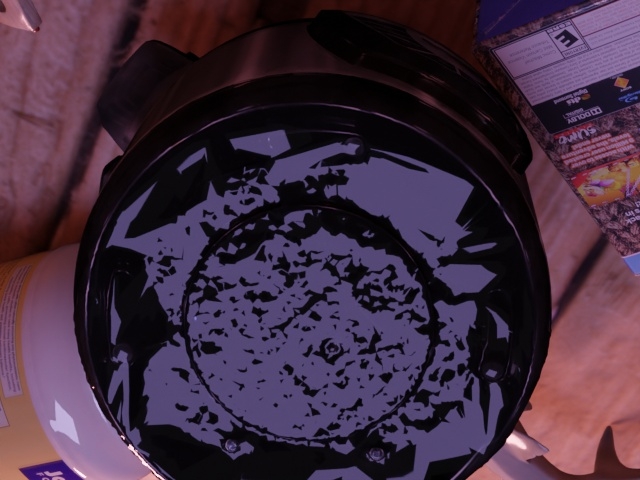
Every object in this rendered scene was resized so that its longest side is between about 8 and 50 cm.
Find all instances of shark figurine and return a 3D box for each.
[{"bbox_3d":[0.215,0.205,1.917,0.278,0.166,0.116,36,161,-21],"label":"shark figurine"}]

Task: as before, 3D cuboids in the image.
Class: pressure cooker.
[{"bbox_3d":[-0.005,0.003,1.593,0.376,0.420,0.369,-8,104,5],"label":"pressure cooker"}]

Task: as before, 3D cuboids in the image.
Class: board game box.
[{"bbox_3d":[0.296,-0.140,1.568,0.232,0.141,0.291,-19,130,28],"label":"board game box"}]

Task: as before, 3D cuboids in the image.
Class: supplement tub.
[{"bbox_3d":[-0.282,0.136,1.896,0.331,0.241,0.241,-14,132,24],"label":"supplement tub"}]

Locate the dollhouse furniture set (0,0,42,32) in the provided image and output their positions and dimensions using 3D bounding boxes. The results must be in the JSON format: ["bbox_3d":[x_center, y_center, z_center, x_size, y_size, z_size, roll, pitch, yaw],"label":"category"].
[{"bbox_3d":[-0.262,-0.265,1.493,0.184,0.129,0.129,21,148,37],"label":"dollhouse furniture set"}]
